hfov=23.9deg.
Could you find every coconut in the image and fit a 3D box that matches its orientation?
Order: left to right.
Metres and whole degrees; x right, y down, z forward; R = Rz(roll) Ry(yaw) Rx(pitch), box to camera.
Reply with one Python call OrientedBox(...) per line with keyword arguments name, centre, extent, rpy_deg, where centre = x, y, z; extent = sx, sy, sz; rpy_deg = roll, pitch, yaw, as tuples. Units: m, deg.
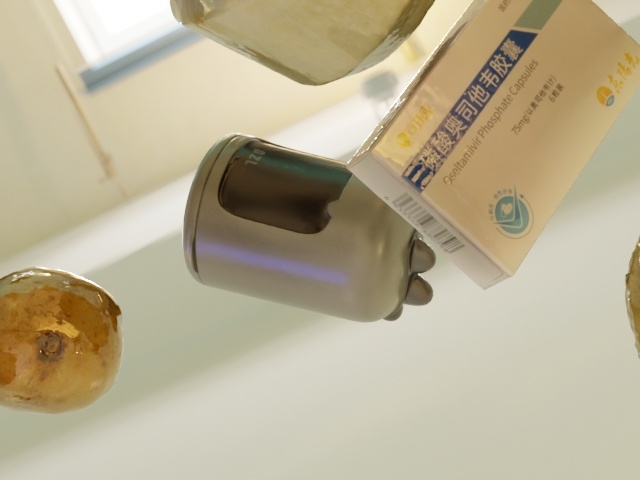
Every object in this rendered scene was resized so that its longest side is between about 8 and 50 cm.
OrientedBox(name="coconut", centre=(-0.029, -0.324, 1.600), extent=(0.323, 0.323, 0.323), rpy_deg=(-25, -166, 7))

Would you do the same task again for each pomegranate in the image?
OrientedBox(name="pomegranate", centre=(-0.314, 0.117, 1.712), extent=(0.196, 0.196, 0.196), rpy_deg=(-25, -166, 7))

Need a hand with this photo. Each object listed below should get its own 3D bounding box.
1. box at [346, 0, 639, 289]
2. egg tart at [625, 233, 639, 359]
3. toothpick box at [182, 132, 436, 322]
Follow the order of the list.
OrientedBox(name="box", centre=(0.200, -0.139, 1.617), extent=(0.343, 0.200, 0.065), rpy_deg=(-53, -172, -27))
OrientedBox(name="egg tart", centre=(0.550, 0.056, 1.690), extent=(0.178, 0.443, 0.443), rpy_deg=(-8, 178, -42))
OrientedBox(name="toothpick box", centre=(0.000, 0.000, 1.968), extent=(0.316, 0.229, 0.229), rpy_deg=(14, -150, 18))
